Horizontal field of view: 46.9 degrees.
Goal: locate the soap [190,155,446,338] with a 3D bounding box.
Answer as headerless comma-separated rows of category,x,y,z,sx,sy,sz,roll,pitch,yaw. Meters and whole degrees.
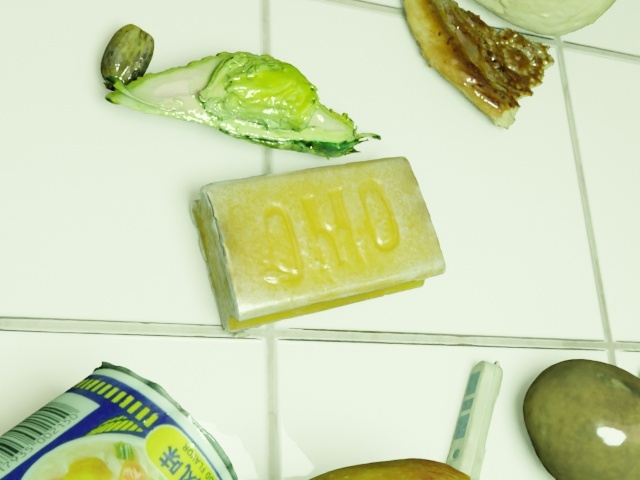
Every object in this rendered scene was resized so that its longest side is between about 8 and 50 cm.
soap,0.000,0.000,0.893,0.274,0.089,0.173,-12,75,-25

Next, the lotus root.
lotus root,-0.238,-0.220,0.903,0.054,0.049,0.099,32,64,-30

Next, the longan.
longan,0.339,0.229,0.899,0.187,0.167,0.167,46,62,1

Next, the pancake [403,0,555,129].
pancake,0.258,-0.294,1.116,0.245,0.057,0.266,-13,75,-26

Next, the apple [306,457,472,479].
apple,0.057,0.396,0.662,0.374,0.374,0.384,-48,131,-28

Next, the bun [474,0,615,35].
bun,0.332,-0.495,1.107,0.349,0.227,0.352,-3,66,-26

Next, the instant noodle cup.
instant noodle cup,-0.238,0.276,0.617,0.284,0.284,0.312,46,53,0

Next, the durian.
durian,-0.072,-0.173,0.916,0.375,0.132,0.106,7,111,-22

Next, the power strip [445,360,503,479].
power strip,0.186,0.231,0.901,0.030,0.047,0.191,25,63,-6
